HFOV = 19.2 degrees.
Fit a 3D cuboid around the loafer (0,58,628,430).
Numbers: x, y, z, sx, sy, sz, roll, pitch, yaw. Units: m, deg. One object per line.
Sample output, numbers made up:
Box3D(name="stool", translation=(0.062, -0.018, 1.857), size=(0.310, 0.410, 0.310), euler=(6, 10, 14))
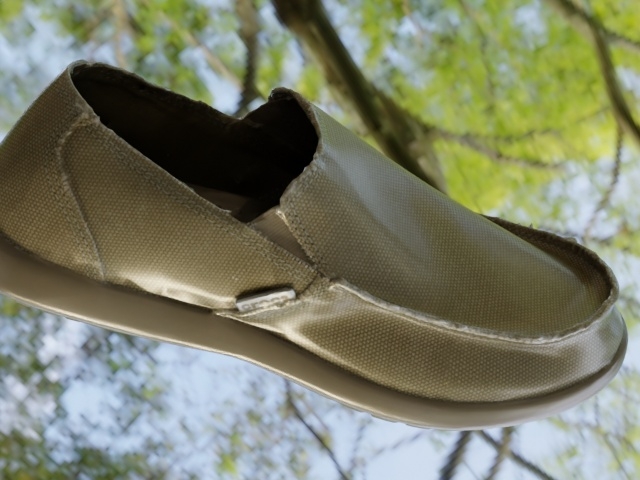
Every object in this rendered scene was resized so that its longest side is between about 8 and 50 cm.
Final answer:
Box3D(name="loafer", translation=(0.000, 0.000, 0.400), size=(0.148, 0.050, 0.056), euler=(11, -147, -13))
